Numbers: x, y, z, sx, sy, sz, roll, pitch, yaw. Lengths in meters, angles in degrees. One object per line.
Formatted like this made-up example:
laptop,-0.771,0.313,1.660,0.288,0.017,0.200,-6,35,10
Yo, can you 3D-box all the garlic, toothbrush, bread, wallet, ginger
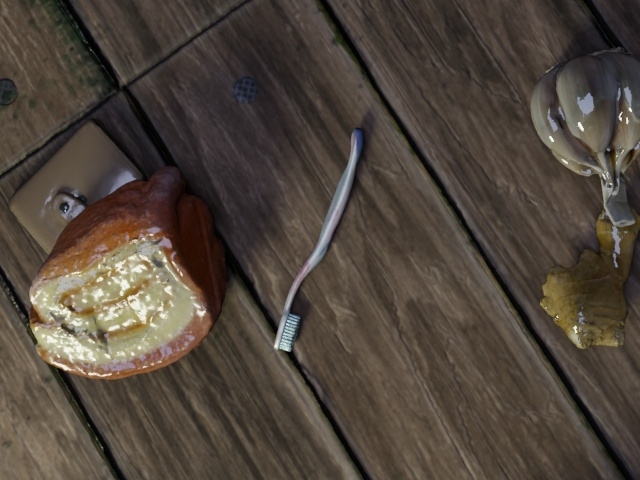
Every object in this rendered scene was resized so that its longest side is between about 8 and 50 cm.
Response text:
garlic,0.291,-0.109,1.556,0.131,0.127,0.194,-6,87,7
toothbrush,0.000,0.000,1.673,0.027,0.021,0.269,20,94,-1
bread,-0.224,0.054,1.663,0.244,0.123,0.190,-29,105,15
wallet,-0.286,-0.055,1.730,0.152,0.039,0.118,-44,79,7
ginger,0.291,0.037,1.588,0.096,0.067,0.165,10,79,12
